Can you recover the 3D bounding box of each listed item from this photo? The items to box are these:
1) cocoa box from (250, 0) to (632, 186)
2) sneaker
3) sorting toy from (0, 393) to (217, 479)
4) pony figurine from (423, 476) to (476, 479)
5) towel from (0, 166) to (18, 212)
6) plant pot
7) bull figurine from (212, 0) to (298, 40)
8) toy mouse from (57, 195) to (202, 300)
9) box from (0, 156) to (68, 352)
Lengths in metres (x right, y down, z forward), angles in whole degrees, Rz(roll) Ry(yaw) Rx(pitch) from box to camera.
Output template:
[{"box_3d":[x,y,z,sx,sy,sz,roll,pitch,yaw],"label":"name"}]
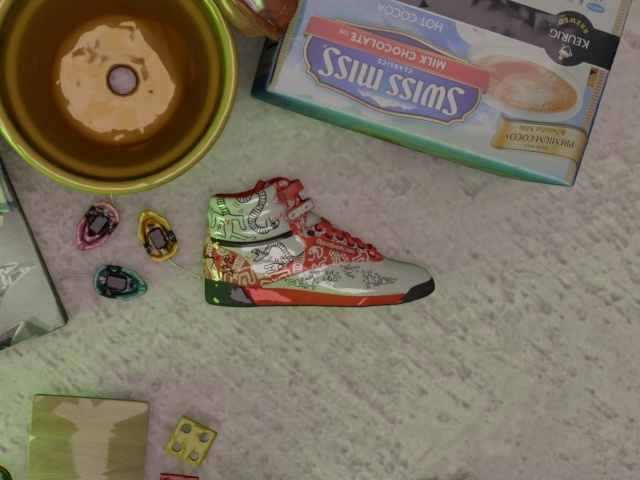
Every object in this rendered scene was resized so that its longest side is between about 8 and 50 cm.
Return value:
[{"box_3d":[0.121,-0.214,1.461,0.347,0.231,0.228,17,92,-8],"label":"cocoa box"},{"box_3d":[-0.001,0.000,1.533,0.270,0.090,0.145,-1,96,-4],"label":"sneaker"},{"box_3d":[-0.259,0.245,1.540,0.274,0.046,0.132,4,93,-6],"label":"sorting toy"},{"box_3d":[0.031,0.438,1.497,0.350,0.303,0.364,-6,109,2],"label":"pony figurine"},{"box_3d":[-0.432,-0.103,1.345,0.209,0.285,0.034,-4,59,-5],"label":"towel"},{"box_3d":[-0.218,-0.178,1.422,0.254,0.239,0.254,0,94,-6],"label":"plant pot"},{"box_3d":[-0.083,-0.319,1.335,0.101,0.310,0.188,-29,125,10],"label":"bull figurine"},{"box_3d":[-0.239,0.013,1.535,0.143,0.031,0.161,-32,96,-4],"label":"toy mouse"},{"box_3d":[-0.412,0.023,1.504,0.183,0.056,0.231,-21,96,-5],"label":"box"}]
